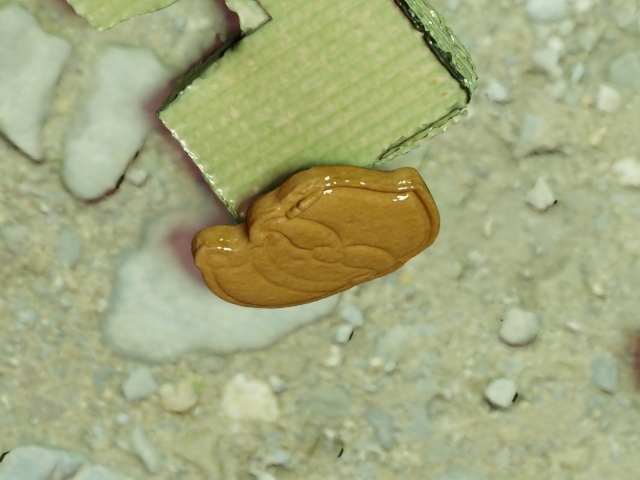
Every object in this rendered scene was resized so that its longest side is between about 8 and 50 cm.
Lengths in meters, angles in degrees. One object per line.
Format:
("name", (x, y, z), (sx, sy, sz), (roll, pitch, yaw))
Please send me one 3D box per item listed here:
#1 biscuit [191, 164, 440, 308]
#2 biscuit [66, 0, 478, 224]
("biscuit", (0.000, 0.000, 0.982), (0.130, 0.019, 0.102), (-26, 147, 22))
("biscuit", (-0.049, -0.130, 0.941), (0.147, 0.046, 0.250), (-32, 107, 24))
